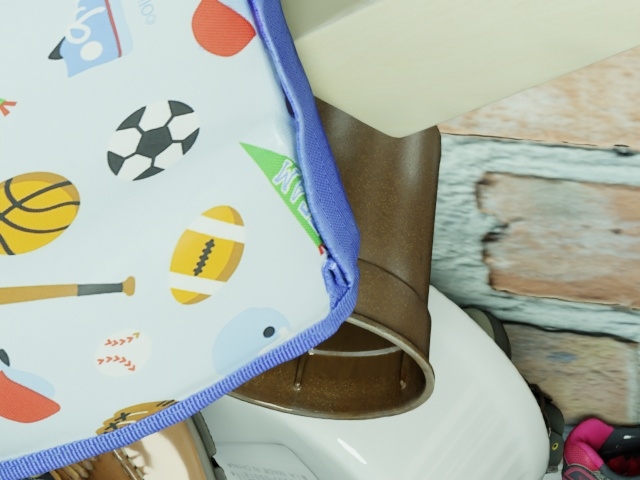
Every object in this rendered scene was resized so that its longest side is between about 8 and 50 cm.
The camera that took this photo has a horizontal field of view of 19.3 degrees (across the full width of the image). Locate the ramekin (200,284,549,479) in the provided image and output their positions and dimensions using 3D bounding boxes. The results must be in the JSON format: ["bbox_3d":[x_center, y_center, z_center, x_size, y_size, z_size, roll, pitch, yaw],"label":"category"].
[{"bbox_3d":[0.009,0.138,1.329,0.277,0.135,0.277,27,147,20],"label":"ramekin"}]

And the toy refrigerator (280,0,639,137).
[{"bbox_3d":[0.095,-0.141,0.895,0.102,0.094,0.269,26,153,-31],"label":"toy refrigerator"}]

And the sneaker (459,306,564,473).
[{"bbox_3d":[0.137,0.116,1.430,0.118,0.083,0.222,-4,149,-12],"label":"sneaker"}]

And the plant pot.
[{"bbox_3d":[0.000,0.000,1.132,0.167,0.165,0.167,10,155,5],"label":"plant pot"}]

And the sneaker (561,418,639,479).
[{"bbox_3d":[0.328,0.188,1.436,0.299,0.121,0.112,-9,117,22],"label":"sneaker"}]

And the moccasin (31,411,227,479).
[{"bbox_3d":[-0.192,0.068,1.167,0.380,0.147,0.139,55,158,-4],"label":"moccasin"}]

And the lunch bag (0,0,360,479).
[{"bbox_3d":[-0.195,-0.053,0.927,0.385,0.239,0.328,-10,133,11],"label":"lunch bag"}]

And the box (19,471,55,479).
[{"bbox_3d":[-0.202,0.244,1.818,0.295,0.073,0.293,5,152,15],"label":"box"}]
